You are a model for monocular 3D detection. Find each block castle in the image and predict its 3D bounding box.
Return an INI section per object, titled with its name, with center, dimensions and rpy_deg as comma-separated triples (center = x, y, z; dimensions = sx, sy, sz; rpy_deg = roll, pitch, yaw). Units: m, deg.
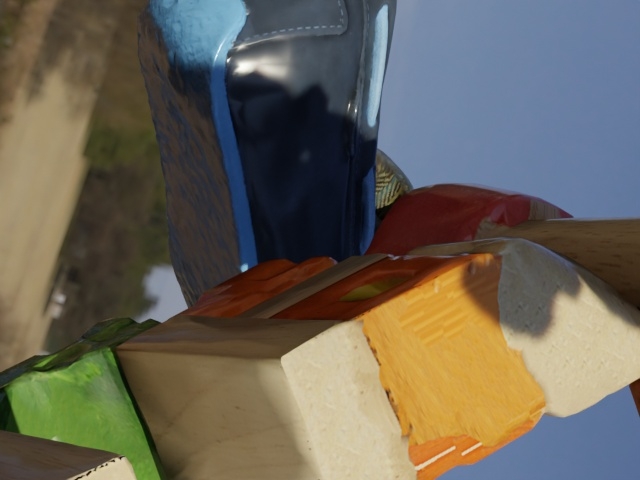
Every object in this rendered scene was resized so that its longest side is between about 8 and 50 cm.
[block castle]
center = -0.036, 0.182, 0.558
dimensions = 0.213, 0.453, 0.303
rpy_deg = -1, -68, 58

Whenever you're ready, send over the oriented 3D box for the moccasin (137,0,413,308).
[moccasin]
center = 0.000, 0.000, 0.821
dimensions = 0.137, 0.117, 0.342
rpy_deg = 55, -18, 26
